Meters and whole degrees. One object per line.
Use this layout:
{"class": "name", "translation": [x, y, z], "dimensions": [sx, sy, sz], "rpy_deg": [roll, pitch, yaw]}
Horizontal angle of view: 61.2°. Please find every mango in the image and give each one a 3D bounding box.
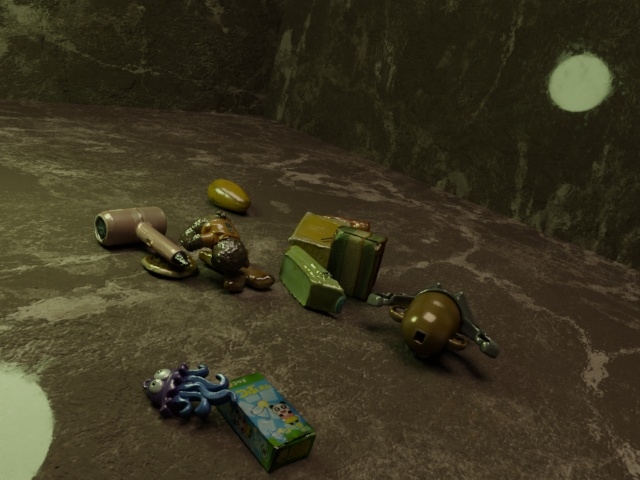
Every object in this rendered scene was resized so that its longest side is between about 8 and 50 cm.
{"class": "mango", "translation": [-0.353, -0.167, 2.097], "dimensions": [0.195, 0.098, 0.137], "rpy_deg": [37, 27, 30]}

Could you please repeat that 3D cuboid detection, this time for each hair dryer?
{"class": "hair dryer", "translation": [-0.483, -0.001, 1.539], "dimensions": [0.344, 0.107, 0.189], "rpy_deg": [27, 24, 38]}

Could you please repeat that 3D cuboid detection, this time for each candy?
{"class": "candy", "translation": [-0.106, 0.333, 1.015], "dimensions": [0.097, 0.062, 0.194], "rpy_deg": [-6, 29, -41]}

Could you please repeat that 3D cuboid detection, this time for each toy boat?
{"class": "toy boat", "translation": [-0.039, 0.113, 1.557], "dimensions": [0.084, 0.111, 0.276], "rpy_deg": [-7, 32, -34]}

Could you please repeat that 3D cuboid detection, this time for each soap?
{"class": "soap", "translation": [0.000, 0.000, 1.907], "dimensions": [0.199, 0.091, 0.315], "rpy_deg": [17, 21, 4]}

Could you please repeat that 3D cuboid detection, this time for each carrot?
{"class": "carrot", "translation": [0.093, -0.075, 2.217], "dimensions": [0.224, 0.057, 0.057], "rpy_deg": [16, 20, 14]}

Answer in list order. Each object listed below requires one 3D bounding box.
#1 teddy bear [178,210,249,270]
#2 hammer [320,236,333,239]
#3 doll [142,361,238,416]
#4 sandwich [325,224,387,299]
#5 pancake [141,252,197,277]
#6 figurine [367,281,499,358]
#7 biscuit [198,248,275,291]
{"class": "teddy bear", "translation": [-0.277, 0.009, 1.515], "dimensions": [0.190, 0.140, 0.177], "rpy_deg": [50, 19, 25]}
{"class": "hammer", "translation": [0.045, -0.009, 1.819], "dimensions": [0.110, 0.019, 0.035], "rpy_deg": [-9, 31, -37]}
{"class": "doll", "translation": [-0.246, 0.280, 1.017], "dimensions": [0.205, 0.067, 0.110], "rpy_deg": [1, 45, 17]}
{"class": "sandwich", "translation": [0.100, 0.072, 1.625], "dimensions": [0.155, 0.198, 0.227], "rpy_deg": [17, 7, 10]}
{"class": "pancake", "translation": [-0.427, 0.066, 1.538], "dimensions": [0.158, 0.028, 0.158], "rpy_deg": [13, 18, -4]}
{"class": "figurine", "translation": [0.301, 0.213, 1.450], "dimensions": [0.342, 0.167, 0.285], "rpy_deg": [0, 7, 21]}
{"class": "biscuit", "translation": [-0.247, 0.084, 1.583], "dimensions": [0.164, 0.047, 0.208], "rpy_deg": [0, 25, -37]}
